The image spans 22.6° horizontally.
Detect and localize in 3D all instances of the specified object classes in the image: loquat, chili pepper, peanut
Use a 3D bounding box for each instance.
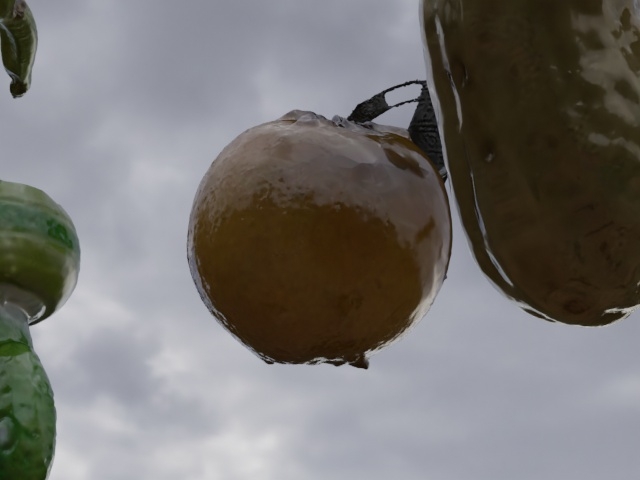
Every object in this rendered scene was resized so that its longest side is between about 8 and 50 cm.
[{"bbox_3d":[0.000,0.000,0.827,0.141,0.141,0.141,6,-31,3],"label":"loquat"},{"bbox_3d":[-0.294,-0.199,1.530,0.043,0.049,0.208,31,-19,20],"label":"chili pepper"},{"bbox_3d":[0.172,-0.130,1.146,0.192,0.387,0.169,-9,-1,-16],"label":"peanut"}]

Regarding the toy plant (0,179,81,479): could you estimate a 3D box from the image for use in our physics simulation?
[{"bbox_3d":[-0.323,0.117,1.529,0.184,0.316,0.224,14,-30,-35],"label":"toy plant"}]

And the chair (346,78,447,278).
[{"bbox_3d":[0.079,-0.070,1.706,0.149,0.174,0.213,5,-67,-37],"label":"chair"}]
